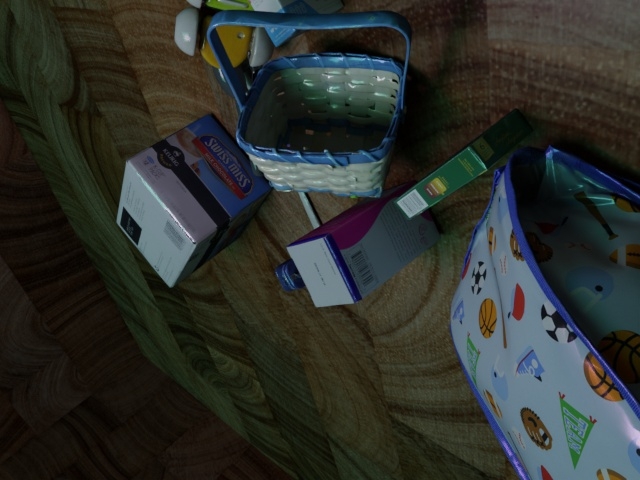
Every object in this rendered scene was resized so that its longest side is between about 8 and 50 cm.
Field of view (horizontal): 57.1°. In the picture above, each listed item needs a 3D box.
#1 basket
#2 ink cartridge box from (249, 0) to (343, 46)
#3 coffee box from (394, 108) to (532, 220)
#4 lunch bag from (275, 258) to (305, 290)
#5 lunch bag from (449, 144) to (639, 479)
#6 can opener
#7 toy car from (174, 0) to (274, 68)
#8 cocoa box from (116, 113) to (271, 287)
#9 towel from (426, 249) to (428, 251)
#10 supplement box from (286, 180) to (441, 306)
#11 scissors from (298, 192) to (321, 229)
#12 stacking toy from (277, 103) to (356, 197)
[{"bbox_3d":[-0.005,-0.195,0.821,0.254,0.201,0.289,7,154,11],"label":"basket"},{"bbox_3d":[-0.061,-0.386,0.836,0.061,0.104,0.181,-13,112,57],"label":"ink cartridge box"},{"bbox_3d":[0.188,-0.097,0.800,0.040,0.113,0.184,53,149,1],"label":"coffee box"},{"bbox_3d":[-0.049,0.070,1.319,0.065,0.098,0.067,-21,99,56],"label":"lunch bag"},{"bbox_3d":[0.317,0.116,0.722,0.328,0.239,0.385,92,154,-51],"label":"lunch bag"},{"bbox_3d":[-0.145,-0.242,1.115,0.076,0.095,0.283,20,131,44],"label":"can opener"},{"bbox_3d":[-0.147,-0.377,0.947,0.136,0.159,0.182,-99,22,-45],"label":"toy car"},{"bbox_3d":[-0.307,-0.082,1.379,0.231,0.228,0.347,50,150,2],"label":"cocoa box"},{"bbox_3d":[0.156,-0.019,1.031,0.083,0.009,0.060,29,142,33],"label":"towel"},{"bbox_3d":[0.074,0.003,0.942,0.114,0.220,0.111,-14,104,54],"label":"supplement box"},{"bbox_3d":[0.000,0.000,1.253,0.297,0.021,0.109,56,152,-10],"label":"scissors"},{"bbox_3d":[-0.012,-0.170,1.065,0.221,0.052,0.167,14,135,44],"label":"stacking toy"}]
